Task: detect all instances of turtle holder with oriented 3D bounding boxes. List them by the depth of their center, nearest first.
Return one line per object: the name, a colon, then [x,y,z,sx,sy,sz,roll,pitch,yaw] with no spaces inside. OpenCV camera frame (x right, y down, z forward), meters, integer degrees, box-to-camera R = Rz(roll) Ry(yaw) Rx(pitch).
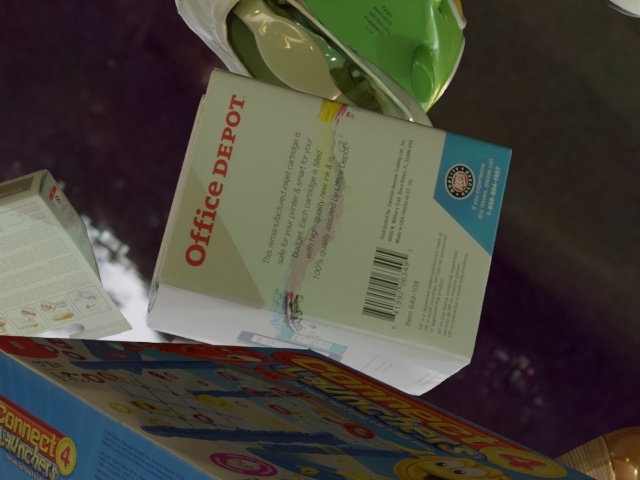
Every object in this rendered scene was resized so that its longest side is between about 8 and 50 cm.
turtle holder: [0.071,-0.286,1.892,0.243,0.320,0.227,24,-145,12]

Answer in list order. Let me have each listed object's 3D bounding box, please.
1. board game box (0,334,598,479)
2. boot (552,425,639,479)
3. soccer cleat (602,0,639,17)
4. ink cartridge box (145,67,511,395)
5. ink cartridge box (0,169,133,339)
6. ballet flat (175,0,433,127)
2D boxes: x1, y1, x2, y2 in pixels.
board game box: [-0.031,0.149,0.995,0.302,0.086,0.308,6,-170,-43]
boot: [0.307,0.243,1.384,0.073,0.152,0.197,-103,-10,-49]
soccer cleat: [0.142,-0.280,0.871,0.109,0.116,0.318,0,-124,-47]
ink cartridge box: [0.000,0.000,1.349,0.270,0.198,0.197,15,164,-6]
ink cartridge box: [-0.271,0.027,1.394,0.045,0.145,0.179,-87,-25,-46]
ballet flat: [0.004,-0.146,1.556,0.400,0.139,0.139,43,180,-35]
